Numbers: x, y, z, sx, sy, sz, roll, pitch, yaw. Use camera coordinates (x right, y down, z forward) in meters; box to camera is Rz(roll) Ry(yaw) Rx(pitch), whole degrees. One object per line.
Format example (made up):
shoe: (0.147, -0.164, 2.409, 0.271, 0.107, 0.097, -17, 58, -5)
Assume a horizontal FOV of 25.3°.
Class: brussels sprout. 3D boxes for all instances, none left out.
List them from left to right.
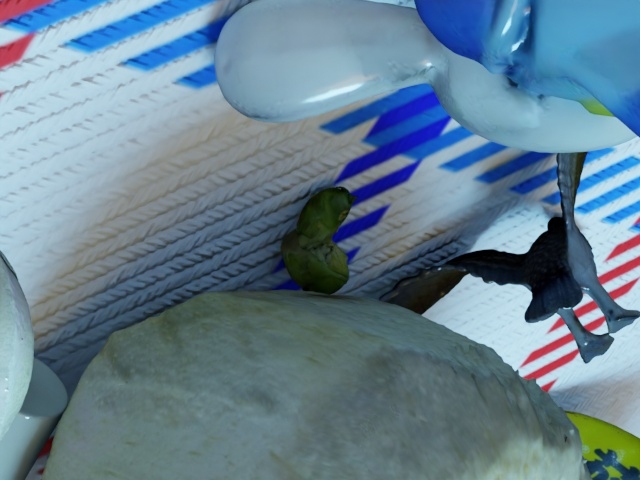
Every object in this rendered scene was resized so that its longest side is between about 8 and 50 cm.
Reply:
brussels sprout: (-0.001, -0.001, 1.011, 0.051, 0.046, 0.083, -10, 124, -23)

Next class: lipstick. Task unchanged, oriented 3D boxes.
lipstick: (-0.259, 0.190, 0.982, 0.070, 0.070, 0.254, 11, 121, -42)

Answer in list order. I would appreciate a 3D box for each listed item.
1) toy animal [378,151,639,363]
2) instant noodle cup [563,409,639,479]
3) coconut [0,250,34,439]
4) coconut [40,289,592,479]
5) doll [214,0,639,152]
toy animal: (0.172, 0.020, 1.088, 0.272, 0.160, 0.197, -44, 142, 20)
instant noodle cup: (0.190, 0.353, 1.301, 0.325, 0.326, 0.254, -15, 146, -24)
coconut: (-0.260, 0.059, 0.788, 0.182, 0.171, 0.171, 2, 127, -41)
coconut: (-0.005, 0.206, 0.977, 0.344, 0.415, 0.415, -27, 142, -37)
doll: (0.176, -0.139, 0.819, 0.376, 0.365, 0.187, -29, 102, -27)
